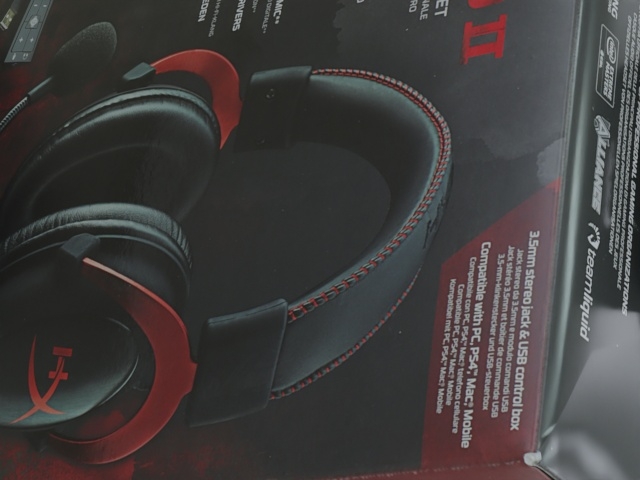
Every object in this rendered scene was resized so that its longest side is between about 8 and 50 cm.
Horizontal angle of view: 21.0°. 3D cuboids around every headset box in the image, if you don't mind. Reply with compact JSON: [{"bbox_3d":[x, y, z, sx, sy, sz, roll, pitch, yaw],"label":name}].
[{"bbox_3d":[0.000,0.000,0.546,0.110,0.293,0.218,41,50,-44],"label":"headset box"}]
